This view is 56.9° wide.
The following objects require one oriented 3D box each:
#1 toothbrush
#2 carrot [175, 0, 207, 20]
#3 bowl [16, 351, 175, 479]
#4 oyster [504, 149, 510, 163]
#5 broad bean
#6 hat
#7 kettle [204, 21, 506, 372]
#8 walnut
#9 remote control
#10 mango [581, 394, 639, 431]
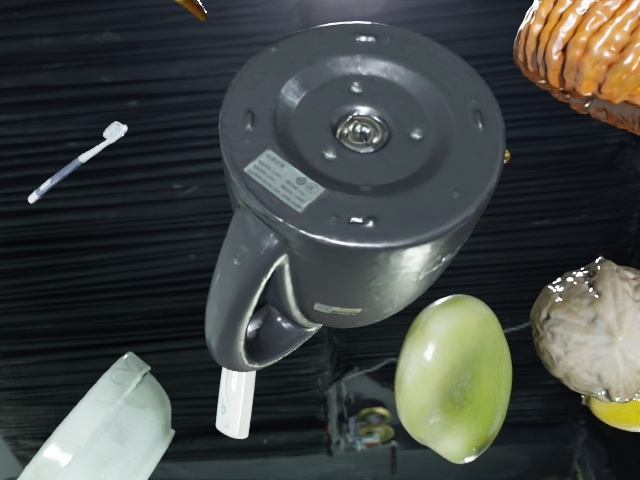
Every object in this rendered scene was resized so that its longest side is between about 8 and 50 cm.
[{"bbox_3d":[-0.486,-0.149,1.163,0.026,0.288,0.024,35,33,-46],"label":"toothbrush"},{"bbox_3d":[-0.268,-0.492,1.236,0.190,0.037,0.037,-15,101,-81],"label":"carrot"},{"bbox_3d":[-0.355,0.347,0.970,0.307,0.163,0.307,-55,-176,5],"label":"bowl"},{"bbox_3d":[0.176,-0.078,0.665,0.083,0.054,0.019,140,-44,-58],"label":"oyster"},{"bbox_3d":[0.177,0.182,0.769,0.121,0.189,0.263,36,-25,39],"label":"broad bean"},{"bbox_3d":[0.445,-0.350,0.760,0.285,0.285,0.400,-85,-165,-70],"label":"hat"},{"bbox_3d":[0.000,0.000,0.529,0.207,0.268,0.290,42,-24,17],"label":"kettle"},{"bbox_3d":[0.331,0.104,0.671,0.230,0.178,0.178,12,72,-67],"label":"walnut"},{"bbox_3d":[-0.162,0.258,1.138,0.090,0.049,0.230,-2,-99,52],"label":"remote control"},{"bbox_3d":[0.607,0.239,0.977,0.195,0.331,0.142,65,24,-49],"label":"mango"}]
